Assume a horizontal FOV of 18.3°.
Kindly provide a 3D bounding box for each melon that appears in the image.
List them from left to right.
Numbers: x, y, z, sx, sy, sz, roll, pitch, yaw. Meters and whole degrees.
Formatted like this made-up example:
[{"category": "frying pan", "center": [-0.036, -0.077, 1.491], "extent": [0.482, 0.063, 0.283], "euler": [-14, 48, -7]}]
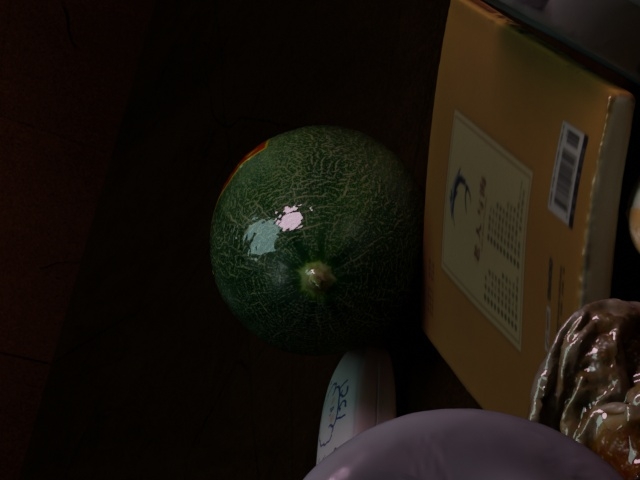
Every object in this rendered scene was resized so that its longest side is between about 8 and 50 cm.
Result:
[{"category": "melon", "center": [0.000, 0.000, 1.594], "extent": [0.287, 0.182, 0.182], "euler": [-78, 9, -80]}]

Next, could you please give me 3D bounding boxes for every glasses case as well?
[{"category": "glasses case", "center": [0.028, 0.168, 1.580], "extent": [0.076, 0.049, 0.197], "euler": [126, 156, -46]}]

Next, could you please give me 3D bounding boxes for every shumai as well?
[{"category": "shumai", "center": [0.183, 0.114, 1.075], "extent": [0.116, 0.145, 0.145], "euler": [23, 94, 51]}]

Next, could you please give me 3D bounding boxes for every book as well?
[{"category": "book", "center": [0.128, -0.008, 1.339], "extent": [0.389, 0.032, 0.269], "euler": [-121, 34, -71]}]

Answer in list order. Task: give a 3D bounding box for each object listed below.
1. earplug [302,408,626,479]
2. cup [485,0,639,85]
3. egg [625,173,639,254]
[{"category": "earplug", "center": [0.113, 0.188, 0.919], "extent": [0.326, 0.175, 0.214], "euler": [23, 57, 43]}, {"category": "cup", "center": [0.195, -0.232, 1.179], "extent": [0.257, 0.227, 0.301], "euler": [-63, 14, 9]}, {"category": "egg", "center": [0.214, -0.011, 1.147], "extent": [0.083, 0.071, 0.071], "euler": [-114, 45, -63]}]
